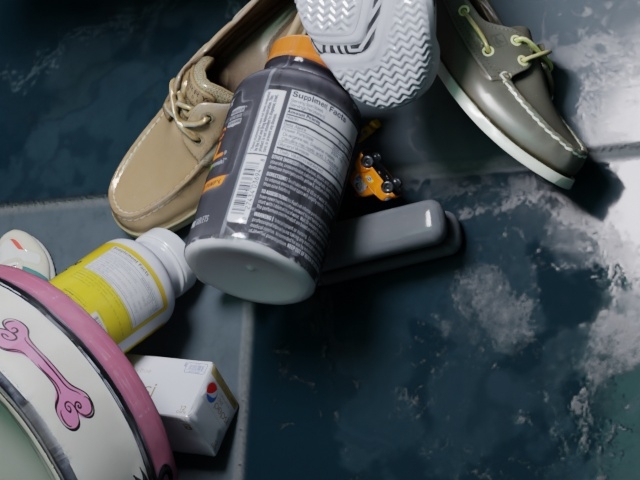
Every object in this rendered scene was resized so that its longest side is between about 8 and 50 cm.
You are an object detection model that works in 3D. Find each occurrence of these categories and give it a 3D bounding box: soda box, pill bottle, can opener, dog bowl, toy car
[{"bbox_3d":[-0.196,0.161,1.817,0.216,0.074,0.069,4,52,29],"label":"soda box"},{"bbox_3d":[-0.212,0.062,1.800,0.103,0.184,0.103,25,133,30],"label":"pill bottle"},{"bbox_3d":[-0.036,-0.073,1.705,0.130,0.130,0.245,1,61,29],"label":"pill bottle"},{"bbox_3d":[0.000,0.000,1.765,0.280,0.074,0.093,-10,71,26],"label":"can opener"},{"bbox_3d":[-0.306,0.203,1.727,0.408,0.150,0.408,25,132,31],"label":"dog bowl"},{"bbox_3d":[0.052,-0.071,1.765,0.040,0.122,0.060,-39,104,19],"label":"toy car"}]

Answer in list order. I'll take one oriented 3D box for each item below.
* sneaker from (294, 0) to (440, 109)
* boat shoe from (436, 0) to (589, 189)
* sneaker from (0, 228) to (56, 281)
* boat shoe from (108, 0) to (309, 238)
[{"bbox_3d":[0.062,-0.306,1.695,0.137,0.210,0.366,-17,88,29],"label":"sneaker"},{"bbox_3d":[0.162,-0.173,1.706,0.091,0.109,0.305,-47,56,15],"label":"boat shoe"},{"bbox_3d":[-0.323,0.054,1.924,0.057,0.075,0.161,-25,66,20],"label":"sneaker"},{"bbox_3d":[-0.110,-0.146,1.844,0.341,0.110,0.121,-48,60,9],"label":"boat shoe"}]
